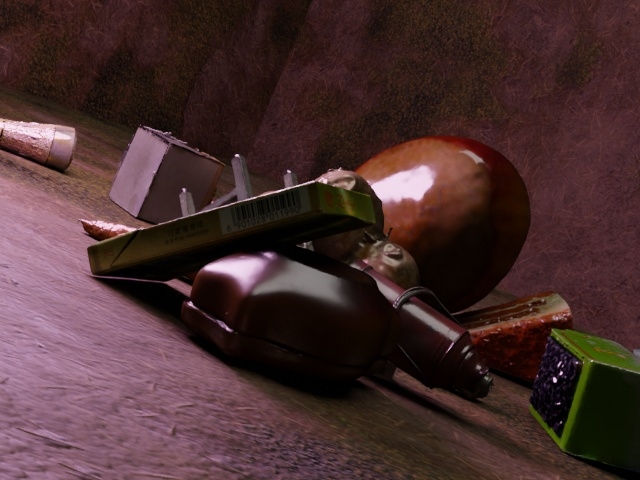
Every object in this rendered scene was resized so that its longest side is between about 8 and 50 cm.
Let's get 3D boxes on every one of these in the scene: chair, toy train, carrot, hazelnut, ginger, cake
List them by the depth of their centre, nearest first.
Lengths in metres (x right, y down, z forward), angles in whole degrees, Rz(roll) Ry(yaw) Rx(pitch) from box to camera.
[{"bbox_3d":[-0.238,0.011,1.667,0.224,0.057,0.057,18,4,11],"label":"carrot"},{"bbox_3d":[0.435,0.234,1.697,0.248,0.173,0.307,14,6,-4],"label":"toy train"},{"bbox_3d":[-0.097,0.028,1.759,0.136,0.147,0.270,13,54,-50],"label":"chair"},{"bbox_3d":[0.000,0.000,1.938,0.375,0.176,0.256,13,-48,56],"label":"ginger"},{"bbox_3d":[0.320,0.146,2.059,0.262,0.160,0.158,21,9,-6],"label":"cake"},{"bbox_3d":[0.198,-0.025,2.123,0.365,0.366,0.366,23,5,-2],"label":"hazelnut"}]

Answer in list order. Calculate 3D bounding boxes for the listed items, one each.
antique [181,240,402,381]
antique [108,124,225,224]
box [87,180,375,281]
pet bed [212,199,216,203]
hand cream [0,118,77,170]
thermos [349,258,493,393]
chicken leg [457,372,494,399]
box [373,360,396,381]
[{"bbox_3d":[-0.023,0.083,1.379,0.278,0.129,0.223,16,9,-41],"label":"antique"},{"bbox_3d":[-0.270,-0.107,2.114,0.148,0.152,0.146,22,6,-35],"label":"antique"},{"bbox_3d":[-0.106,-0.007,1.439,0.311,0.043,0.173,-15,-10,22],"label":"box"},{"bbox_3d":[-0.177,-0.026,2.234,0.201,0.053,0.201,26,10,-5],"label":"pet bed"},{"bbox_3d":[-0.555,-0.190,2.182,0.203,0.084,0.084,13,9,-23],"label":"hand cream"},{"bbox_3d":[0.120,0.127,1.528,0.232,0.099,0.124,33,-35,16],"label":"thermos"},{"bbox_3d":[0.154,0.156,1.701,0.196,0.080,0.125,34,10,39],"label":"chicken leg"},{"bbox_3d":[0.062,0.158,1.574,0.054,0.024,0.083,20,7,-18],"label":"box"}]
